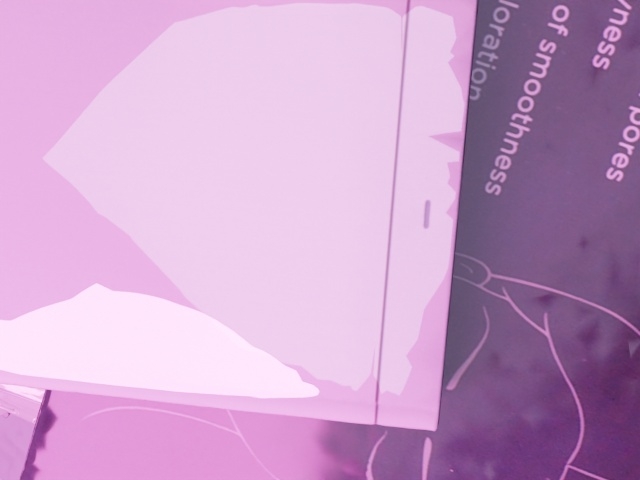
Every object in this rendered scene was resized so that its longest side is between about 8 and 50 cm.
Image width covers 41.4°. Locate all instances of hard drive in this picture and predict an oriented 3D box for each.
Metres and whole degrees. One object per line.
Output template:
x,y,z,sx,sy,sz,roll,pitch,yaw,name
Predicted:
-0.103,-0.031,0.457,0.353,0.047,0.233,5,100,7,hard drive

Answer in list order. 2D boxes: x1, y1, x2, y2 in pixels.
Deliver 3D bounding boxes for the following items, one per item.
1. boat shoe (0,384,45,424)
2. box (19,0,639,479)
-0.314,0.152,0.862,0.184,0.066,0.063,18,105,-5,boat shoe
0.119,-0.001,0.605,0.471,0.297,0.480,21,102,5,box
